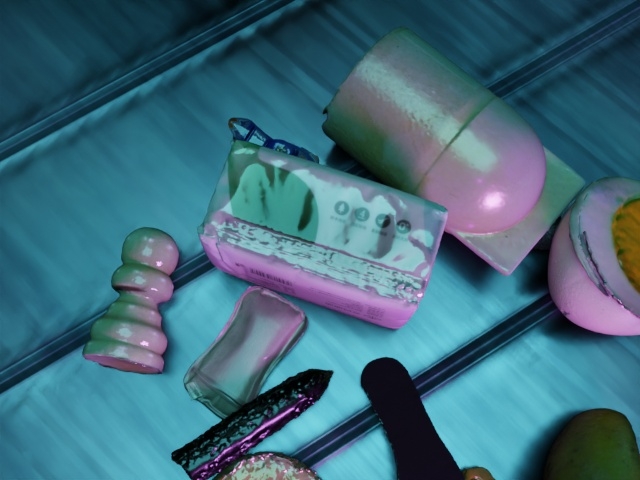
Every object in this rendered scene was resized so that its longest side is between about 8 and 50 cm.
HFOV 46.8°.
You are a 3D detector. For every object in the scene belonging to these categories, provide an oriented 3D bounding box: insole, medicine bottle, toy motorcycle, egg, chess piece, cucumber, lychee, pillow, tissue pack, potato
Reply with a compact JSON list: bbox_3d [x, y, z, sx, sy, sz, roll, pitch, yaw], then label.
[{"bbox_3d":[0.157,0.350,1.205,0.119,0.009,0.348,-15,63,-17],"label":"insole"},{"bbox_3d":[0.226,-0.149,1.253,0.406,0.236,0.236,41,80,9],"label":"medicine bottle"},{"bbox_3d":[-0.072,-0.148,1.315,0.205,0.114,0.076,31,79,7],"label":"toy motorcycle"},{"bbox_3d":[0.496,0.037,1.251,0.286,0.174,0.264,-37,85,-32],"label":"egg"},{"bbox_3d":[-0.309,0.096,1.260,0.133,0.133,0.243,9,70,2],"label":"chess piece"},{"bbox_3d":[-0.102,0.293,1.219,0.300,0.072,0.072,-32,78,-14],"label":"cucumber"},{"bbox_3d":[0.398,-0.020,1.313,0.083,0.068,0.067,-19,36,-2],"label":"lychee"},{"bbox_3d":[-0.129,0.192,1.269,0.130,0.038,0.233,33,80,5],"label":"pillow"},{"bbox_3d":[0.001,-0.001,1.202,0.356,0.266,0.194,18,77,4],"label":"tissue pack"},{"bbox_3d":[0.410,0.377,1.177,0.112,0.269,0.255,17,49,5],"label":"potato"}]

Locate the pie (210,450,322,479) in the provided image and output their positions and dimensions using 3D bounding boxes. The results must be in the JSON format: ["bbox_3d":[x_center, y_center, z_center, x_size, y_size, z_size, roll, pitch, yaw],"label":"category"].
[{"bbox_3d":[-0.093,0.479,1.192,0.274,0.055,0.274,0,77,0],"label":"pie"}]

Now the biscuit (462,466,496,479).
[{"bbox_3d":[0.239,0.474,1.169,0.166,0.036,0.225,38,60,8],"label":"biscuit"}]
